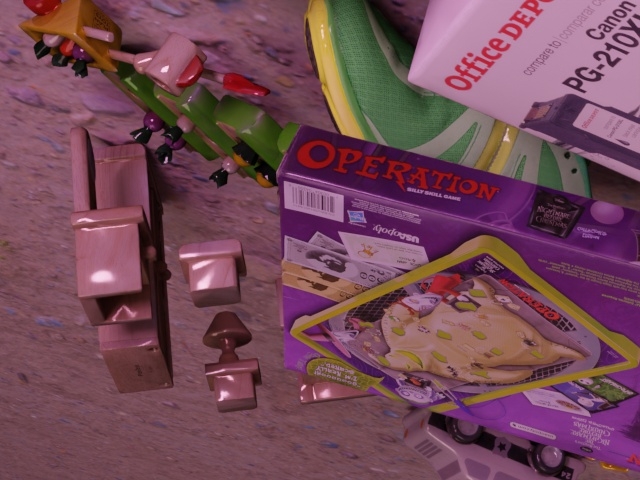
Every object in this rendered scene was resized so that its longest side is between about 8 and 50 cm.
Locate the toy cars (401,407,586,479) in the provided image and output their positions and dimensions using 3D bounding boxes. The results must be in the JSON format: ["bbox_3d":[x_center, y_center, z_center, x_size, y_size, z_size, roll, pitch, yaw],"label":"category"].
[{"bbox_3d":[0.228,0.291,1.677,0.176,0.087,0.393,0,151,38],"label":"toy cars"}]

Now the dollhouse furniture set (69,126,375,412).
[{"bbox_3d":[0.000,0.000,1.228,0.355,0.174,0.303,-7,156,0],"label":"dollhouse furniture set"}]

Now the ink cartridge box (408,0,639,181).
[{"bbox_3d":[0.184,-0.105,0.762,0.237,0.100,0.172,22,158,-8],"label":"ink cartridge box"}]

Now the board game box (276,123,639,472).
[{"bbox_3d":[0.144,0.053,0.919,0.347,0.056,0.208,16,140,11],"label":"board game box"}]

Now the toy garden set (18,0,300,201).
[{"bbox_3d":[-0.081,-0.077,1.004,0.244,0.049,0.204,26,168,45],"label":"toy garden set"}]

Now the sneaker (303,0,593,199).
[{"bbox_3d":[0.101,-0.060,0.960,0.123,0.109,0.295,-40,114,14],"label":"sneaker"}]

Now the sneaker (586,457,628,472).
[{"bbox_3d":[0.250,0.158,1.374,0.064,0.067,0.175,3,151,38],"label":"sneaker"}]
